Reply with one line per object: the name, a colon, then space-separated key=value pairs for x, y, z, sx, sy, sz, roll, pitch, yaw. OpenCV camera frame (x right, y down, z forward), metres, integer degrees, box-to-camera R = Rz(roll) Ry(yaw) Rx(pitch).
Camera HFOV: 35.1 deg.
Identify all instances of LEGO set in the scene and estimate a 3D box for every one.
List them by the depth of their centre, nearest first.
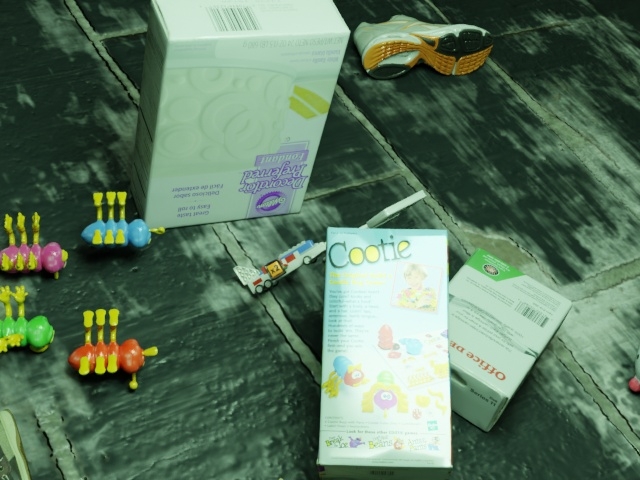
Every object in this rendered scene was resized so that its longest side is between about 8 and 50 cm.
LEGO set: x=0.000 y=0.000 z=1.331 sx=0.244 sy=0.182 sz=0.060 roll=-28 pitch=85 yaw=-34

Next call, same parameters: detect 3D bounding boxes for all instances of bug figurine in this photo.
bug figurine: x=-0.307 y=0.064 z=1.256 sx=0.216 sy=0.072 sz=0.279 roll=1 pitch=51 yaw=-6

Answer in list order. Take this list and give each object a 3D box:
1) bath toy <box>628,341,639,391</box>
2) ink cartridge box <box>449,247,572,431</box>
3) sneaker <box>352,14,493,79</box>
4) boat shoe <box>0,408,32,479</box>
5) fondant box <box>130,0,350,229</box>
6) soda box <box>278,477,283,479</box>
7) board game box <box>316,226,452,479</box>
bath toy: x=0.536 y=0.239 z=1.301 sx=0.348 sy=0.129 sz=0.151 roll=49 pitch=9 yaw=26
ink cartridge box: x=0.214 y=0.127 z=1.333 sx=0.153 sy=0.087 sz=0.208 roll=33 pitch=47 yaw=16
sneaker: x=0.180 y=-0.361 z=1.797 sx=0.262 sy=0.099 sz=0.121 roll=-6 pitch=44 yaw=-22
boat shoe: x=-0.338 y=0.249 z=1.085 sx=0.049 sy=0.056 sz=0.152 roll=-14 pitch=43 yaw=-21
fondant box: x=-0.117 y=-0.168 z=1.352 sx=0.238 sy=0.330 sz=0.096 roll=-8 pitch=51 yaw=-23
soda box: x=0.006 y=0.340 z=1.084 sx=0.181 sy=0.061 sz=0.058 roll=33 pitch=46 yaw=16
board game box: x=0.074 y=0.139 z=1.168 sx=0.144 sy=0.142 sz=0.275 roll=1 pitch=65 yaw=3
